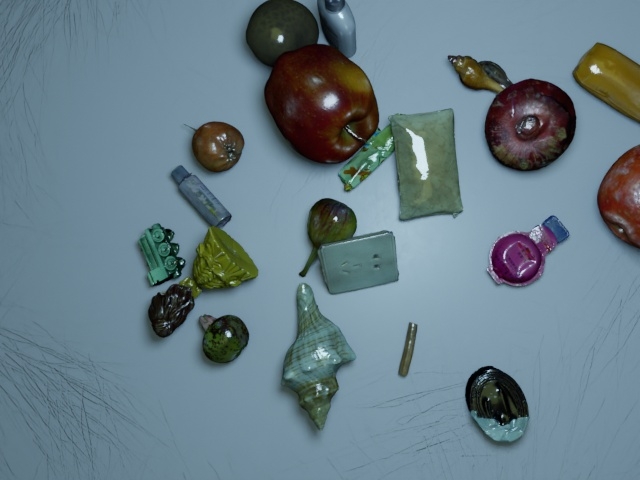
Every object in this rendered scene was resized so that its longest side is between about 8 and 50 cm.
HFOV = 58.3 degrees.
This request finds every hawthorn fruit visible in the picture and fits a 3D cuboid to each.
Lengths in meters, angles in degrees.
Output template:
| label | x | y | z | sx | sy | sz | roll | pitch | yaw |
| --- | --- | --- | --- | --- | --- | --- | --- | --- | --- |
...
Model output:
| label | x | y | z | sx | sy | sz | roll | pitch | yaw |
| --- | --- | --- | --- | --- | --- | --- | --- | --- | --- |
| hawthorn fruit | -0.298 | -0.280 | 1.651 | 0.149 | 0.149 | 0.189 | -35 | 43 | 1 |
| hawthorn fruit | 0.869 | -0.111 | 1.480 | 0.284 | 0.284 | 0.285 | 0 | 85 | 4 |

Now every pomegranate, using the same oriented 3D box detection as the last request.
| label | x | y | z | sx | sy | sz | roll | pitch | yaw |
| --- | --- | --- | --- | --- | --- | --- | --- | --- | --- |
| pomegranate | -0.271 | 0.265 | 1.606 | 0.125 | 0.163 | 0.138 | 22 | 104 | -32 |

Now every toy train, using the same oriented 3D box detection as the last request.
| label | x | y | z | sx | sy | sz | roll | pitch | yaw |
| --- | --- | --- | --- | --- | --- | --- | --- | --- | --- |
| toy train | -0.463 | 0.039 | 1.655 | 0.111 | 0.071 | 0.171 | -26 | 83 | 9 |

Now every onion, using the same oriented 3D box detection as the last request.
| label | x | y | z | sx | sy | sz | roll | pitch | yaw |
| --- | --- | --- | --- | --- | --- | --- | --- | --- | --- |
| onion | 0.564 | -0.308 | 1.546 | 0.246 | 0.190 | 0.247 | 3 | 100 | 14 |

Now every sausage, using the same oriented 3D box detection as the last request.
| label | x | y | z | sx | sy | sz | roll | pitch | yaw |
| --- | --- | --- | --- | --- | --- | --- | --- | --- | --- |
| sausage | 0.867 | -0.403 | 1.570 | 0.353 | 0.116 | 0.134 | 35 | 74 | 4 |

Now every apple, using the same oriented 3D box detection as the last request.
| label | x | y | z | sx | sy | sz | roll | pitch | yaw |
| --- | --- | --- | --- | --- | --- | --- | --- | --- | --- |
| apple | 0.005 | -0.368 | 1.550 | 0.288 | 0.288 | 0.317 | -37 | 67 | 0 |

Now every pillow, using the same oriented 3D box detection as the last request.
| label | x | y | z | sx | sy | sz | roll | pitch | yaw |
| --- | --- | --- | --- | --- | --- | --- | --- | --- | --- |
| pillow | 0.295 | -0.206 | 1.596 | 0.184 | 0.075 | 0.303 | -7 | 96 | -2 |

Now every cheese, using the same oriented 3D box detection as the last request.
| label | x | y | z | sx | sy | sz | roll | pitch | yaw |
| --- | --- | --- | --- | --- | --- | --- | --- | --- | --- |
| cheese | 0.568 | 0.028 | 1.578 | 0.244 | 0.062 | 0.155 | -37 | 84 | -1 |

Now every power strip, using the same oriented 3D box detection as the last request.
| label | x | y | z | sx | sy | sz | roll | pitch | yaw |
| --- | --- | --- | --- | --- | --- | --- | --- | --- | --- |
| power strip | 0.105 | 0.050 | 1.577 | 0.213 | 0.198 | 0.065 | -11 | 44 | 2 |

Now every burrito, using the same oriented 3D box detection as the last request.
| label | x | y | z | sx | sy | sz | roll | pitch | yaw |
| --- | --- | --- | --- | --- | --- | --- | --- | --- | --- |
| burrito | 0.149 | -0.268 | 1.645 | 0.288 | 0.054 | 0.104 | -44 | 81 | 1 |

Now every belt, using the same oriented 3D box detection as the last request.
| label | x | y | z | sx | sy | sz | roll | pitch | yaw |
| --- | --- | --- | --- | --- | --- | --- | --- | --- | --- |
| belt | 0.471 | 0.442 | 1.539 | 0.151 | 0.078 | 0.199 | -23 | 85 | 0 |

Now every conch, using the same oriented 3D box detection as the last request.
| label | x | y | z | sx | sy | sz | roll | pitch | yaw |
| --- | --- | --- | --- | --- | --- | --- | --- | --- | --- |
| conch | -0.005 | 0.309 | 1.549 | 0.203 | 0.169 | 0.387 | 3 | 86 | -21 |
| conch | 0.461 | -0.466 | 1.630 | 0.232 | 0.080 | 0.086 | 11 | 98 | -18 |

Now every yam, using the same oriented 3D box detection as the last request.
| label | x | y | z | sx | sy | sz | roll | pitch | yaw |
| --- | --- | --- | --- | --- | --- | --- | --- | --- | --- |
| yam | 0.245 | 0.301 | 1.593 | 0.032 | 0.032 | 0.146 | 12 | 85 | 5 |

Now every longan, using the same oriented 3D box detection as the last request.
| label | x | y | z | sx | sy | sz | roll | pitch | yaw |
| --- | --- | --- | --- | --- | --- | --- | --- | --- | --- |
| longan | -0.111 | -0.585 | 1.627 | 0.198 | 0.198 | 0.212 | 37 | 71 | 7 |

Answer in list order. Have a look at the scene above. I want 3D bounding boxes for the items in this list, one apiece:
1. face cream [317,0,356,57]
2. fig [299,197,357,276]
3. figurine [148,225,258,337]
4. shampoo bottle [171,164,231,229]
| label | x | y | z | sx | sy | sz | roll | pitch | yaw |
| --- | --- | --- | --- | --- | --- | --- | --- | --- | --- |
| face cream | 0.043 | -0.609 | 1.563 | 0.071 | 0.291 | 0.144 | -37 | 81 | 1 |
| fig | 0.000 | 0.000 | 1.597 | 0.149 | 0.149 | 0.245 | 30 | 99 | 6 |
| figurine | -0.354 | 0.128 | 1.607 | 0.315 | 0.187 | 0.168 | -40 | 56 | 9 |
| shampoo bottle | -0.348 | -0.128 | 1.661 | 0.072 | 0.072 | 0.214 | -43 | 83 | 0 |
